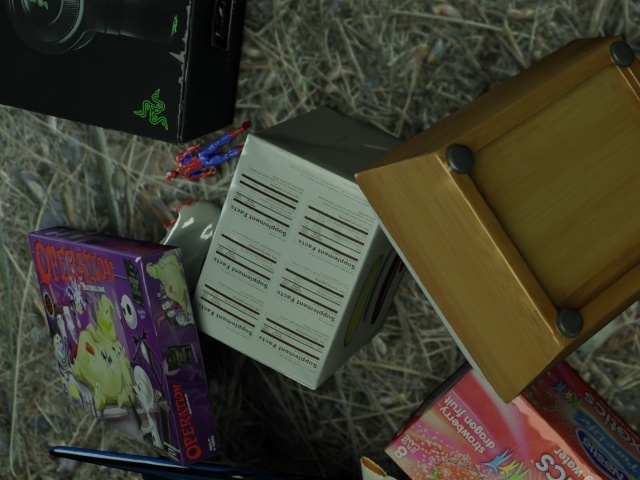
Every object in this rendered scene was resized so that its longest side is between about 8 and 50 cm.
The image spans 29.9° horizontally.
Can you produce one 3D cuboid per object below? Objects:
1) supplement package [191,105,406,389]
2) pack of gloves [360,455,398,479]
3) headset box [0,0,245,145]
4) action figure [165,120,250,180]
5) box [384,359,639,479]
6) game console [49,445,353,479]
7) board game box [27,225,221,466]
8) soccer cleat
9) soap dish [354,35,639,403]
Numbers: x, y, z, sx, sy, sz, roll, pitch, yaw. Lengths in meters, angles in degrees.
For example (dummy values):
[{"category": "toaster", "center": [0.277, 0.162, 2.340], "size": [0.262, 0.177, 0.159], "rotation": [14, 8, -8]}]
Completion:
[{"category": "supplement package", "center": [0.000, 0.000, 1.168], "size": [0.149, 0.194, 0.203], "rotation": [26, 112, 14]}, {"category": "pack of gloves", "center": [0.108, 0.346, 1.219], "size": [0.195, 0.046, 0.232], "rotation": [34, 150, 29]}, {"category": "headset box", "center": [-0.211, -0.245, 1.224], "size": [0.283, 0.131, 0.246], "rotation": [15, 109, 17]}, {"category": "action figure", "center": [-0.121, -0.090, 1.285], "size": [0.115, 0.030, 0.038], "rotation": [-24, 106, 27]}, {"category": "box", "center": [0.230, 0.243, 1.167], "size": [0.300, 0.142, 0.154], "rotation": [46, 116, 5]}, {"category": "game console", "center": [-0.115, 0.316, 1.273], "size": [0.293, 0.173, 0.250], "rotation": [-1, 104, 38]}, {"category": "board game box", "center": [-0.214, 0.097, 1.251], "size": [0.347, 0.056, 0.208], "rotation": [7, 106, 60]}, {"category": "soccer cleat", "center": [-0.163, 0.042, 1.317], "size": [0.076, 0.068, 0.196], "rotation": [39, 111, 5]}, {"category": "soap dish", "center": [0.205, -0.033, 1.030], "size": [0.229, 0.291, 0.118], "rotation": [57, 151, 1]}]
